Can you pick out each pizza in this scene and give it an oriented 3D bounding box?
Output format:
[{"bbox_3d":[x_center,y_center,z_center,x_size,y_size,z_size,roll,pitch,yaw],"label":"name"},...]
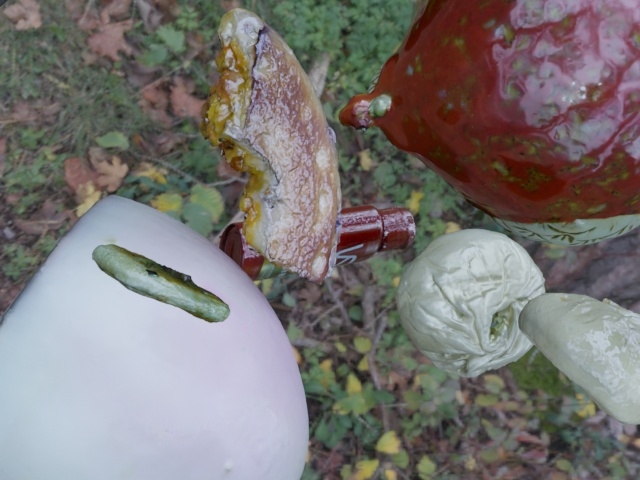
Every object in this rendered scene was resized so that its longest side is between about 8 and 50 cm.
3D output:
[{"bbox_3d":[-0.050,-0.083,0.801,0.161,0.085,0.306,-44,130,-42],"label":"pizza"}]

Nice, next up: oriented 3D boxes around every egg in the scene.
[{"bbox_3d":[-0.167,0.174,0.843,0.339,0.354,0.355,31,55,-6],"label":"egg"}]

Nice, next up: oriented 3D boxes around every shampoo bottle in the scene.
[{"bbox_3d":[0.000,0.001,1.206,0.314,0.118,0.076,-8,55,-29],"label":"shampoo bottle"}]

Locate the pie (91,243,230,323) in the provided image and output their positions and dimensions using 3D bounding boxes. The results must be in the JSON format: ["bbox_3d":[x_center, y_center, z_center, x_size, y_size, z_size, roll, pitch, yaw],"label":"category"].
[{"bbox_3d":[-0.087,0.024,0.435,0.084,0.084,0.021,31,83,-35],"label":"pie"}]

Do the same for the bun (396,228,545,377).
[{"bbox_3d":[0.233,0.100,1.163,0.229,0.145,0.230,-5,109,-15],"label":"bun"}]

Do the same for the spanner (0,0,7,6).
[{"bbox_3d":[-0.465,-0.347,1.137,0.012,0.046,0.209,33,44,-11],"label":"spanner"}]

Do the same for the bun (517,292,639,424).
[{"bbox_3d":[0.359,0.130,0.999,0.222,0.127,0.222,43,9,-9],"label":"bun"}]

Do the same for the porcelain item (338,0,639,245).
[{"bbox_3d":[0.122,-0.108,0.524,0.253,0.253,0.253,15,68,-41],"label":"porcelain item"}]
